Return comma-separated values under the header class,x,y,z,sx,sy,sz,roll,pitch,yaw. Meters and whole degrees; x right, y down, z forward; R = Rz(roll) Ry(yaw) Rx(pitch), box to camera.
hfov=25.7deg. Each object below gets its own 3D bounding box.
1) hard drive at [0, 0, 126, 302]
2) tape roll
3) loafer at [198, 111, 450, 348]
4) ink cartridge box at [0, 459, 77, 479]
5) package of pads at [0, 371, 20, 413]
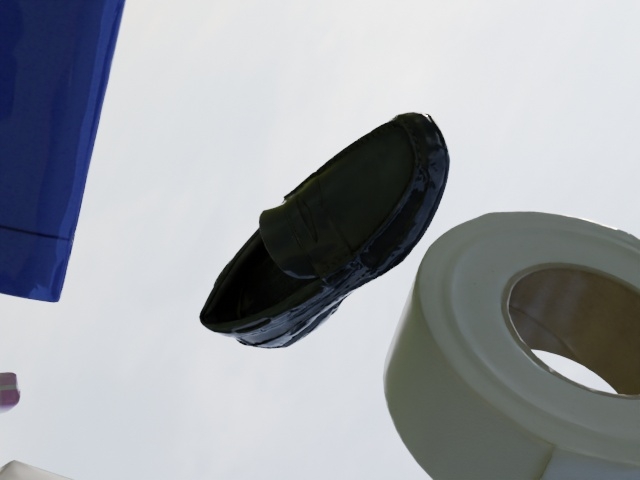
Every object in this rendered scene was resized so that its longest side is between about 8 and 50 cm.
class,x,y,z,sx,sy,sz,roll,pitch,yaw
hard drive,-0.178,-0.149,0.580,0.040,0.210,0.319,-116,-141,-75
tape roll,0.195,0.102,1.082,0.286,0.286,0.100,-89,-166,-51
loafer,0.000,0.000,0.891,0.223,0.078,0.076,-47,-125,39
ink cartridge box,-0.206,0.302,1.070,0.092,0.160,0.220,-77,-174,-85
package of pads,-0.293,0.129,1.157,0.050,0.083,0.032,142,-59,-60
